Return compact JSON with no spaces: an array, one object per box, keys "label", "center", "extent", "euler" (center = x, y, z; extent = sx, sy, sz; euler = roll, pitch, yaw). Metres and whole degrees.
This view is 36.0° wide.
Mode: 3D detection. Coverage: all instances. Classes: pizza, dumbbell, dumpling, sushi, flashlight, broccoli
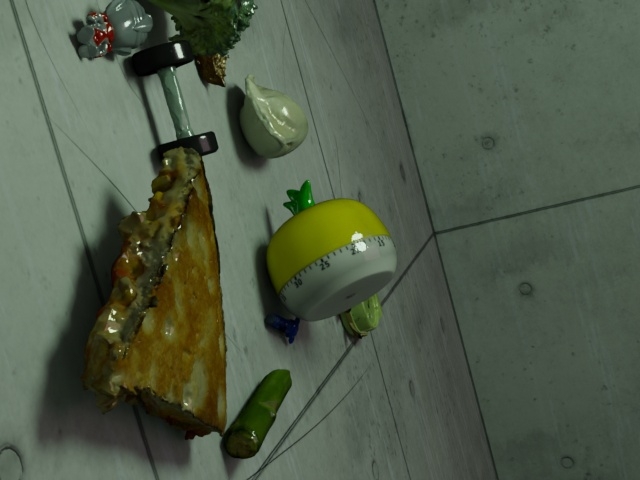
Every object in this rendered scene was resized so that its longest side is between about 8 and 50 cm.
[{"label":"pizza","center":[-0.235,0.104,1.340],"extent":[0.406,0.130,0.440],"euler":[-33,120,-72]},{"label":"dumbbell","center":[-0.238,-0.226,1.626],"extent":[0.100,0.100,0.191],"euler":[-41,117,-72]},{"label":"dumpling","center":[-0.109,-0.262,2.064],"extent":[0.179,0.131,0.252],"euler":[54,6,0]},{"label":"sushi","center":[-0.207,-0.351,1.901],"extent":[0.061,0.060,0.118],"euler":[-61,137,-74]},{"label":"flashlight","center":[-0.077,0.169,1.974],"extent":[0.121,0.035,0.057],"euler":[34,72,-60]},{"label":"broccoli","center":[-0.225,-0.450,1.647],"extent":[0.243,0.247,0.263],"euler":[3,87,-30]}]

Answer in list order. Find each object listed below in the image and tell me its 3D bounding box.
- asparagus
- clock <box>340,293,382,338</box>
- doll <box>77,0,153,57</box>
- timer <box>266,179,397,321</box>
[{"label":"asparagus","center":[-0.105,0.297,1.728],"extent":[0.060,0.067,0.278],"euler":[47,17,-5]},{"label":"clock","center":[0.093,0.163,2.477],"extent":[0.232,0.069,0.170],"euler":[-61,135,-66]},{"label":"doll","center":[-0.314,-0.324,1.509],"extent":[0.180,0.079,0.094],"euler":[-45,136,-57]},{"label":"timer","center":[0.000,0.000,2.005],"extent":[0.285,0.285,0.285],"euler":[-13,90,-74]}]
